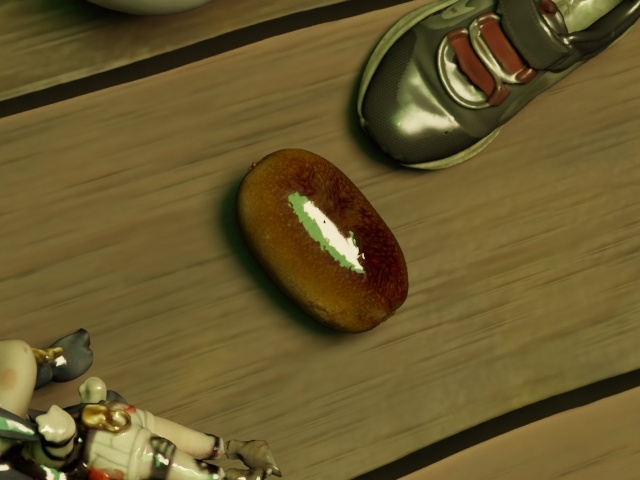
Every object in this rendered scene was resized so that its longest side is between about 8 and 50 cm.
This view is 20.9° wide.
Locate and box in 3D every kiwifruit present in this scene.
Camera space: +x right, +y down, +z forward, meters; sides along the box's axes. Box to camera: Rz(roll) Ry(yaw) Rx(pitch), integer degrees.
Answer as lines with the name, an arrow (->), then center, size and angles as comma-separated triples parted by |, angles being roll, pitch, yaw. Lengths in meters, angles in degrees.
kiwifruit -> 0.000, 0.000, 1.044 | 0.075, 0.075, 0.124 | -44, 97, -18

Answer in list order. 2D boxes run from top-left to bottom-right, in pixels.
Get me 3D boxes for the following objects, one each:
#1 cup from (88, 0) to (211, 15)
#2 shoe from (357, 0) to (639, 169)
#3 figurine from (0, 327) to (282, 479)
cup -> -0.028, -0.274, 1.012 | 0.317, 0.212, 0.212 | -30, 89, -17
shoe -> 0.125, -0.133, 1.080 | 0.227, 0.112, 0.099 | -36, 92, -20
figurine -> -0.178, 0.122, 0.926 | 0.265, 0.175, 0.197 | 35, 78, 1
